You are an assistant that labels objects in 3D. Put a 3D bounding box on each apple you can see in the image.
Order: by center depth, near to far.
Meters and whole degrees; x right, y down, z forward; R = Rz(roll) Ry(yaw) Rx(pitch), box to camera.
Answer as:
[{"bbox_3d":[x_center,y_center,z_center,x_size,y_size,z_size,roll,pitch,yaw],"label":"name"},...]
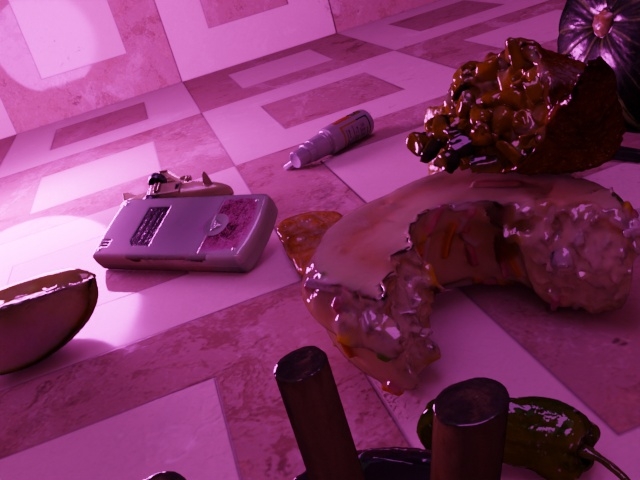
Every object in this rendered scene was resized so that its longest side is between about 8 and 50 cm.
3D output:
[{"bbox_3d":[-0.447,0.120,1.059,0.265,0.120,0.193,-18,11,-12],"label":"apple"}]

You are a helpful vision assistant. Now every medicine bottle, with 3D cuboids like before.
[{"bbox_3d":[0.015,-0.215,1.563,0.221,0.061,0.092,-33,5,-33],"label":"medicine bottle"}]

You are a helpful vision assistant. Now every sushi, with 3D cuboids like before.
[{"bbox_3d":[0.221,-0.150,0.836,0.179,0.166,0.296,8,19,-24],"label":"sushi"}]

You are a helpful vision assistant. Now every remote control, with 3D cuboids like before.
[{"bbox_3d":[-0.237,-0.013,1.239,0.344,0.050,0.145,1,52,31],"label":"remote control"}]

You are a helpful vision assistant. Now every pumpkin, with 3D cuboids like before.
[{"bbox_3d":[0.544,-0.339,1.174,0.241,0.323,0.323,-3,15,-33],"label":"pumpkin"}]

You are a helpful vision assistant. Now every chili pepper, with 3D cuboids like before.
[{"bbox_3d":[0.185,0.169,0.626,0.204,0.073,0.072,5,18,36],"label":"chili pepper"}]

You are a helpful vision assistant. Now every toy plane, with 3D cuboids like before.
[{"bbox_3d":[-0.295,-0.083,1.429,0.244,0.092,0.229,-14,40,12],"label":"toy plane"}]

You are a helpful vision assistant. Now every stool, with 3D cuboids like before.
[{"bbox_3d":[0.020,0.212,0.494,0.272,0.178,0.272,-15,24,7],"label":"stool"}]

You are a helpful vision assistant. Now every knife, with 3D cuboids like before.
[{"bbox_3d":[0.544,-0.134,1.113,0.072,0.019,0.245,-28,30,-34],"label":"knife"}]

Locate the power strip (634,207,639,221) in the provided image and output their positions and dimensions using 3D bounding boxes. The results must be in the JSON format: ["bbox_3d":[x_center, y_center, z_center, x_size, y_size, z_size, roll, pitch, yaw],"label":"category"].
[{"bbox_3d":[0.427,-0.020,0.922,0.253,0.027,0.060,-9,25,14],"label":"power strip"}]

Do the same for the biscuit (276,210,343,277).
[{"bbox_3d":[0.000,0.000,1.139,0.118,0.029,0.247,-19,25,-7],"label":"biscuit"}]

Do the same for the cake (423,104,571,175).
[{"bbox_3d":[0.278,-0.146,1.086,0.179,0.156,0.260,1,8,35],"label":"cake"}]

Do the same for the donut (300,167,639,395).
[{"bbox_3d":[0.156,0.029,0.837,0.371,0.150,0.307,-20,26,-12],"label":"donut"}]
